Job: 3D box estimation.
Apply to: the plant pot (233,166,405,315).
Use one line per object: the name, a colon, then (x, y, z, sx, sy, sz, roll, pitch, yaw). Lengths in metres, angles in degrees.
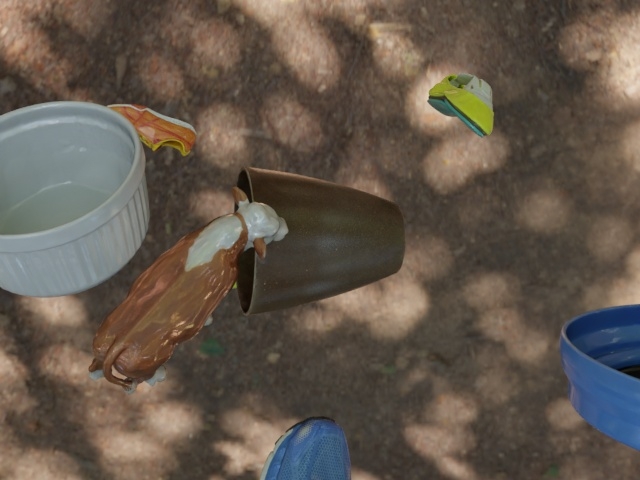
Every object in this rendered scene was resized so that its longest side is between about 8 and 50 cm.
plant pot: (0.000, 0.000, 1.434, 0.230, 0.215, 0.215, -1, 132, -13)

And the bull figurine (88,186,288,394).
bull figurine: (-0.169, 0.068, 1.216, 0.101, 0.310, 0.188, 41, 147, 9)

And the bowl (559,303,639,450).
bowl: (0.436, 0.143, 0.965, 0.391, 0.391, 0.077, 1, 100, 1)

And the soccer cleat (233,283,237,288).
soccer cleat: (-0.116, 0.032, 1.601, 0.289, 0.093, 0.121, -11, 169, -22)

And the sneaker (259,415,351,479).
sneaker: (0.012, 0.363, 1.091, 0.130, 0.330, 0.147, 11, 160, -35)

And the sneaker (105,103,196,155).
sneaker: (-0.314, -0.203, 1.777, 0.175, 0.067, 0.064, 18, 168, -8)

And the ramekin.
ramekin: (-0.272, -0.038, 0.989, 0.207, 0.207, 0.109, -2, 135, 4)

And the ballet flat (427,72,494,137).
ballet flat: (0.233, -0.227, 1.561, 0.077, 0.231, 0.077, 39, 97, -19)
